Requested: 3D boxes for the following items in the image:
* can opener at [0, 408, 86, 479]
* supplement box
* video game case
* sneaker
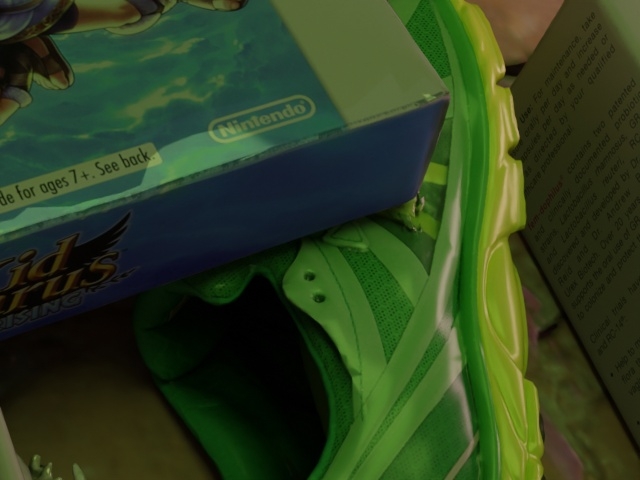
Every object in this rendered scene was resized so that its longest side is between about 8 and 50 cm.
[{"bbox_3d":[-0.142,0.015,0.626,0.093,0.074,0.280,-4,57,-26],"label":"can opener"},{"bbox_3d":[0.167,0.009,0.746,0.111,0.114,0.220,-11,59,-29],"label":"supplement box"},{"bbox_3d":[-0.135,-0.082,0.617,0.270,0.061,0.244,-19,60,-25],"label":"video game case"},{"bbox_3d":[0.000,0.000,0.678,0.124,0.109,0.295,10,52,-23],"label":"sneaker"}]
